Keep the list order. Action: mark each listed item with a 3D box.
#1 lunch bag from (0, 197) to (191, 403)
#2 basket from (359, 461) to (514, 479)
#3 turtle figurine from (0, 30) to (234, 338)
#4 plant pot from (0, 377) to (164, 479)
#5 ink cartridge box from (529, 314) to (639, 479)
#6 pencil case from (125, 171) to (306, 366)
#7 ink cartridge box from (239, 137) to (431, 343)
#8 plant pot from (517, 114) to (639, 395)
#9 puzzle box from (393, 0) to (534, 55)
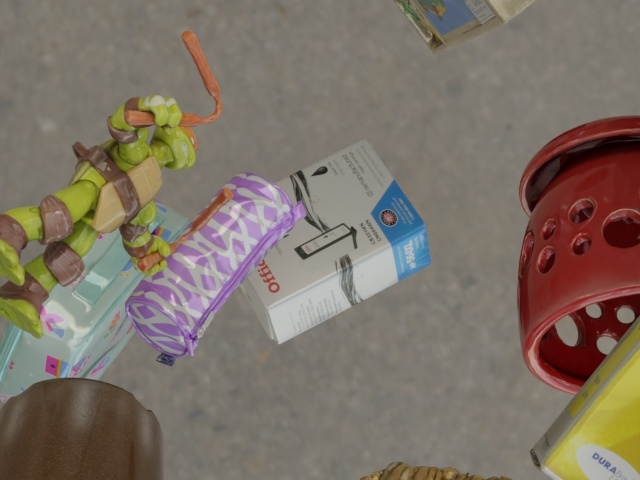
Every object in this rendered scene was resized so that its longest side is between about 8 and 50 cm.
[{"bbox_3d":[-0.269,0.067,1.949,0.108,0.279,0.224,32,138,4],"label":"lunch bag"},{"bbox_3d":[0.067,0.345,1.250,0.213,0.299,0.223,4,127,28],"label":"basket"},{"bbox_3d":[-0.165,-0.040,1.264,0.217,0.087,0.269,-41,161,-27],"label":"turtle figurine"},{"bbox_3d":[-0.177,0.194,1.149,0.167,0.165,0.167,0,129,-1],"label":"plant pot"},{"bbox_3d":[0.345,0.108,1.038,0.303,0.072,0.307,37,100,-5],"label":"ink cartridge box"},{"bbox_3d":[-0.107,0.023,1.646,0.206,0.088,0.086,-54,140,-29],"label":"pencil case"},{"bbox_3d":[0.000,0.000,1.869,0.203,0.148,0.086,-28,149,-10],"label":"ink cartridge box"},{"bbox_3d":[0.247,0.010,1.288,0.191,0.174,0.191,2,149,1],"label":"plant pot"},{"bbox_3d":[0.090,-0.328,1.729,0.052,0.409,0.272,-37,94,-3],"label":"puzzle box"}]
